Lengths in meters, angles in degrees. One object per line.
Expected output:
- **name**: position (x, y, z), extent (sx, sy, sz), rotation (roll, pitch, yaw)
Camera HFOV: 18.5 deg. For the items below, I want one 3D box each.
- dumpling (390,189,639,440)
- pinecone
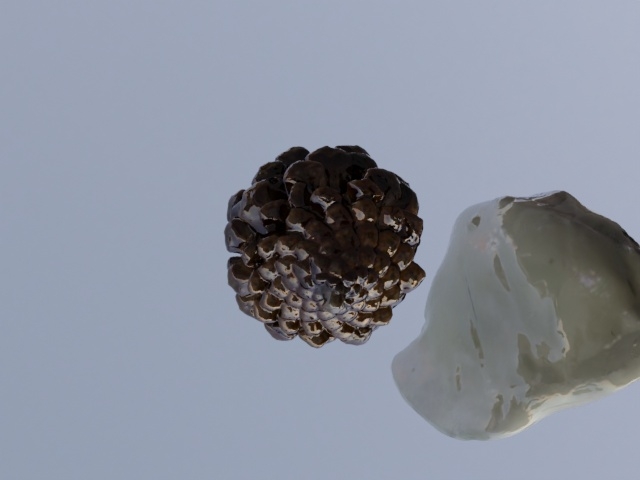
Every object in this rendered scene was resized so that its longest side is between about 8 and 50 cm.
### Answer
- **dumpling**: position (0.183, 0.074, 1.839), extent (0.243, 0.318, 0.187), rotation (-49, -61, -15)
- **pinecone**: position (0.000, 0.000, 1.519), extent (0.173, 0.173, 0.174), rotation (28, -136, -30)
